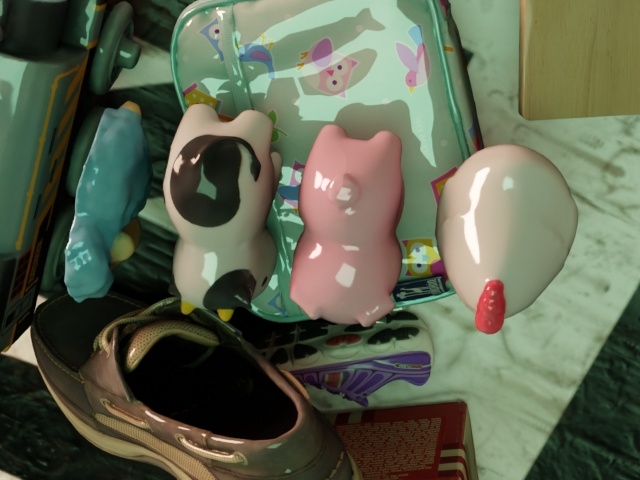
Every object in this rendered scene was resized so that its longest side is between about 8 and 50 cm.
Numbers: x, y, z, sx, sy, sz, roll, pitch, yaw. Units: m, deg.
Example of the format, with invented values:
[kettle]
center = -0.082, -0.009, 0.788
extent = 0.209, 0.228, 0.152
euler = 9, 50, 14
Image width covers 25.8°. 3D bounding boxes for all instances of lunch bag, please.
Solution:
[lunch bag]
center = 0.010, -0.071, 1.069
extent = 0.224, 0.108, 0.279
euler = -10, 107, 11

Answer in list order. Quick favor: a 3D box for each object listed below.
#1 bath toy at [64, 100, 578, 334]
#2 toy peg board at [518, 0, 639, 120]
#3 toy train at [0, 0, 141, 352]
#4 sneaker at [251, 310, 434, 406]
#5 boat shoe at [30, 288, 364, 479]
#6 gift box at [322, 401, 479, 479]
[bath toy]
center = 0.000, 0.000, 0.970
extent = 0.348, 0.129, 0.151
euler = 5, 146, 12
[toy peg board]
center = 0.218, -0.180, 1.030
extent = 0.160, 0.079, 0.161
euler = -4, 109, -7
[toy train]
center = -0.240, -0.067, 1.064
extent = 0.142, 0.190, 0.334
euler = 19, 110, 1
[sneaker]
center = 0.010, 0.109, 1.153
extent = 0.169, 0.068, 0.071
euler = -6, 114, 10
[boat shoe]
center = -0.103, 0.101, 1.059
extent = 0.355, 0.132, 0.130
euler = 25, 139, 39
[gift box]
center = 0.014, 0.307, 1.113
extent = 0.255, 0.276, 0.258
euler = -6, 109, 16
